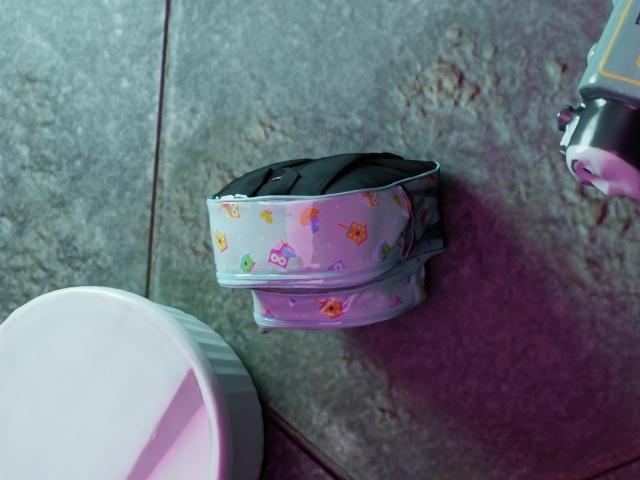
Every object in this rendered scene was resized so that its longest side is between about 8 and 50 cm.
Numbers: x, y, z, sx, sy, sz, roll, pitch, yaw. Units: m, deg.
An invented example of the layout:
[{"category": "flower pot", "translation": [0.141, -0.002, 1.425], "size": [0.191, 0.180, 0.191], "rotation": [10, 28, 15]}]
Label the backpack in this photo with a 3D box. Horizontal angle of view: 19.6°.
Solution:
[{"category": "backpack", "translation": [0.000, 0.000, 1.509], "size": [0.166, 0.188, 0.144], "rotation": [1, 92, 27]}]

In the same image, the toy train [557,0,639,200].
[{"category": "toy train", "translation": [0.302, -0.163, 1.342], "size": [0.190, 0.142, 0.334], "rotation": [19, 80, 29]}]

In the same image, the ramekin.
[{"category": "ramekin", "translation": [-0.173, 0.175, 1.634], "size": [0.273, 0.127, 0.273], "rotation": [-1, 88, 27]}]
